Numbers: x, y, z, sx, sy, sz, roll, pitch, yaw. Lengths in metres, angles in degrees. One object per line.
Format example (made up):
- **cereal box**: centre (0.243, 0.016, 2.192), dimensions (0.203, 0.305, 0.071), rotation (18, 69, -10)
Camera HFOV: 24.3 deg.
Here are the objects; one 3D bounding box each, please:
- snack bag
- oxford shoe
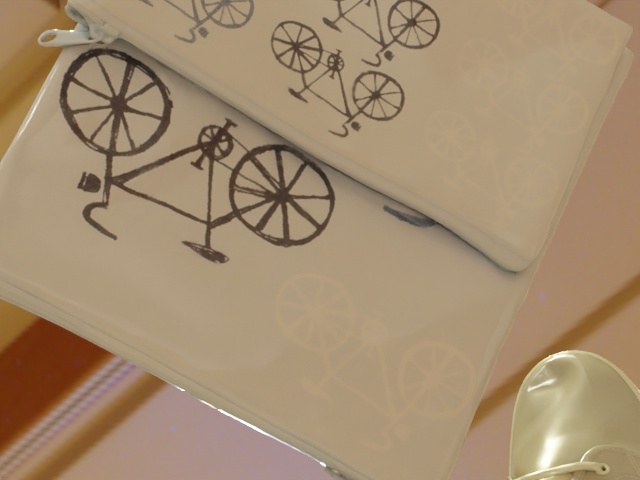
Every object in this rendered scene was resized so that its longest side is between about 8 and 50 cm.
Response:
- **snack bag**: centre (-0.007, -0.055, 0.854), dimensions (0.323, 0.037, 0.343), rotation (30, -108, -10)
- **oxford shoe**: centre (0.225, 0.259, 1.309), dimensions (0.169, 0.449, 0.130), rotation (-30, -56, 29)
